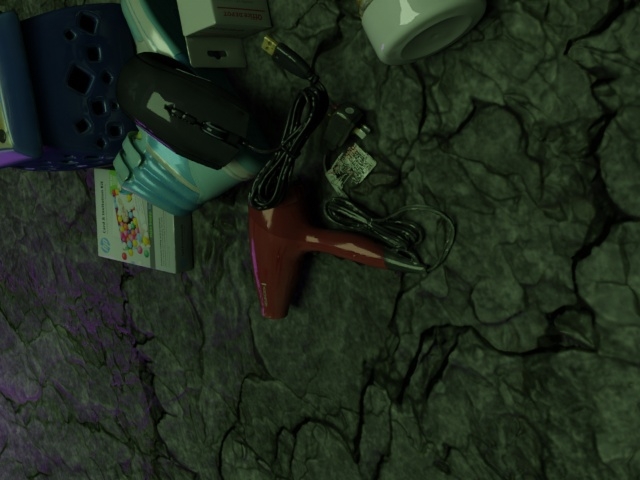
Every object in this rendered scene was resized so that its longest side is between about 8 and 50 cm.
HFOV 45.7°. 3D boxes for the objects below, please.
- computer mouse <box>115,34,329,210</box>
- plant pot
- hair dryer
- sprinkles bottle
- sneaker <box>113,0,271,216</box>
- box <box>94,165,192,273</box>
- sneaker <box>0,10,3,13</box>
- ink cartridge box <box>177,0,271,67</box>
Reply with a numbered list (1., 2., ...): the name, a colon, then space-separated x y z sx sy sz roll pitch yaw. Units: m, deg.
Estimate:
1. computer mouse: -0.122 -0.170 0.887 0.262 0.060 0.184 35 105 9
2. plant pot: -0.425 -0.219 1.135 0.236 0.212 0.236 -3 98 40
3. hair dryer: 0.000 0.000 0.929 0.293 0.080 0.223 -45 72 36
4. sprinkles bottle: 0.042 -0.363 0.789 0.121 0.121 0.355 -32 79 38
5. sneaker: -0.225 -0.176 1.018 0.208 0.127 0.319 -35 76 24
6. box: -0.274 -0.035 1.167 0.186 0.038 0.145 10 105 38
7. sneaker: -0.600 -0.311 1.358 0.097 0.084 0.235 45 128 -7
8. ink cartridge box: -0.124 -0.311 0.943 0.062 0.104 0.181 -7 96 40
